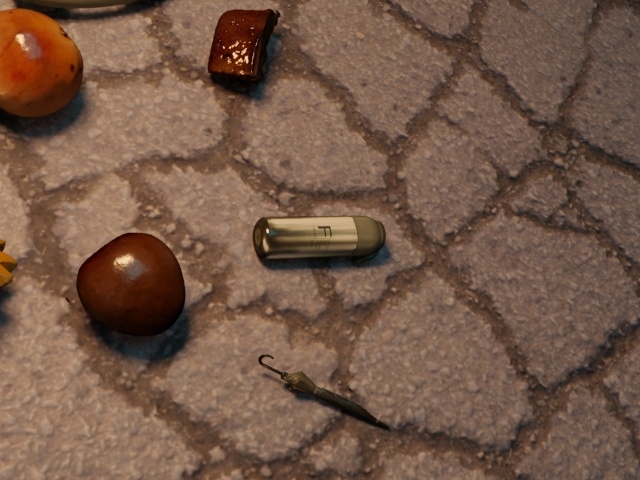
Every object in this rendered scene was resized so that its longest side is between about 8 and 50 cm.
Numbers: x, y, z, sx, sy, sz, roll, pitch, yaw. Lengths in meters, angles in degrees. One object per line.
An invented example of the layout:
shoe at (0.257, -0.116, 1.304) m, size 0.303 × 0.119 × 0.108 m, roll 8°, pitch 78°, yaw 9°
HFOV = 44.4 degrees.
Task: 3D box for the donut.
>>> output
donut at (-0.159, -0.413, 1.615) m, size 0.126 × 0.144 × 0.186 m, roll 6°, pitch 85°, yaw 3°

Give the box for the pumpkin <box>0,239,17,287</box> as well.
pumpkin at (-0.595, 0.039, 1.203) m, size 0.254 × 0.149 × 0.130 m, roll 34°, pitch 12°, yaw 3°

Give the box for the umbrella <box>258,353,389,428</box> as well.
umbrella at (0.003, 0.269, 1.360) m, size 0.269 × 0.044 × 0.044 m, roll 33°, pitch 28°, yaw -14°

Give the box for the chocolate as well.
chocolate at (-0.295, 0.077, 1.260) m, size 0.177 × 0.176 × 0.176 m, roll 11°, pitch 59°, yaw -18°

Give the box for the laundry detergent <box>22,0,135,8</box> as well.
laundry detergent at (-0.427, -0.575, 1.597) m, size 0.398 × 0.124 × 0.263 m, roll -2°, pitch 62°, yaw -27°

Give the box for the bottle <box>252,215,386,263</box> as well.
bottle at (0.000, 0.000, 1.481) m, size 0.254 × 0.079 × 0.095 m, roll -2°, pitch 101°, yaw -24°

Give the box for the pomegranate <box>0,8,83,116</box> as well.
pomegranate at (-0.516, -0.307, 1.367) m, size 0.191 × 0.191 × 0.191 m, roll 11°, pitch 59°, yaw -18°
